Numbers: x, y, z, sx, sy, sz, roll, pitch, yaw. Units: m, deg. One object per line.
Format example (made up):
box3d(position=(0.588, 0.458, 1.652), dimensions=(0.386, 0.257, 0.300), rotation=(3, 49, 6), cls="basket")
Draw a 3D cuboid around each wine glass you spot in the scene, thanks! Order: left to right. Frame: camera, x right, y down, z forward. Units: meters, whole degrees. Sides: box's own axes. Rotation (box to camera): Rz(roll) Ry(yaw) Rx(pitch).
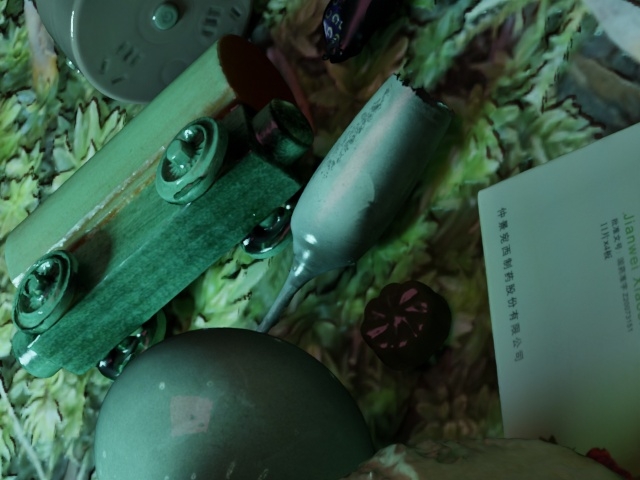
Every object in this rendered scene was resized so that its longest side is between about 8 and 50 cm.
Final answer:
box3d(position=(0.000, 0.000, 1.302), dimensions=(0.262, 0.074, 0.074), rotation=(-55, 45, 8), cls="wine glass")

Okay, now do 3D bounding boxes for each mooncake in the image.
box3d(position=(0.123, -0.080, 1.238), dimensions=(0.150, 0.057, 0.347), rotation=(9, 85, 31), cls="mooncake")

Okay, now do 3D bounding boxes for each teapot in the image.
box3d(position=(-0.070, 0.174, 1.161), dimensions=(0.183, 0.183, 0.251), rotation=(-34, 16, 28), cls="teapot")

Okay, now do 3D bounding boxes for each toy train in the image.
box3d(position=(-0.122, -0.024, 1.404), dimensions=(0.285, 0.116, 0.177), rotation=(-41, 38, 24), cls="toy train")

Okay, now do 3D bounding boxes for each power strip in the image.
box3d(position=(-0.130, -0.179, 1.437), dimensions=(0.154, 0.154, 0.078), rotation=(-55, 44, 11), cls="power strip")

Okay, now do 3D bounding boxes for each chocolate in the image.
box3d(position=(0.053, -0.180, 1.333), dimensions=(0.147, 0.070, 0.072), rotation=(-25, 29, 33), cls="chocolate")

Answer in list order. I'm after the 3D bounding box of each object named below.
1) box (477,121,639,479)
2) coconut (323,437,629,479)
box3d(position=(0.186, 0.065, 1.104), dimensions=(0.175, 0.062, 0.261), rotation=(-23, 58, 35), cls="box")
box3d(position=(0.085, 0.304, 0.895), dimensions=(0.415, 0.344, 0.415), rotation=(-21, 60, 43), cls="coconut")
